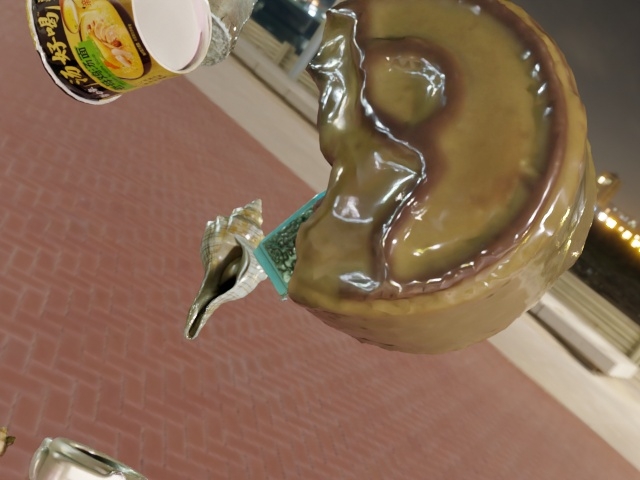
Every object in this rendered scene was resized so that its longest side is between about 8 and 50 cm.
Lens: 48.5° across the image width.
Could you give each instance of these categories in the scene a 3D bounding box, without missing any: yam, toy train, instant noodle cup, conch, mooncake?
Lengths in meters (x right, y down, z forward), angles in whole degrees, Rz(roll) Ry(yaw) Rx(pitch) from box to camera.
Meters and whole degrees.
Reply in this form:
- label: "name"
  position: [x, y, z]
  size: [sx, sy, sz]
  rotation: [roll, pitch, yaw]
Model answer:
- label: "yam"
  position: [-0.251, -0.564, 1.599]
  size: [0.241, 0.241, 0.348]
  rotation: [30, 50, -21]
- label: "toy train"
  position: [0.000, 0.000, 1.114]
  size: [0.112, 0.203, 0.163]
  rotation: [54, 22, 12]
- label: "instant noodle cup"
  position: [-0.186, -0.214, 0.693]
  size: [0.122, 0.152, 0.151]
  rotation: [1, -2, 26]
- label: "conch"
  position: [-0.205, 0.066, 1.712]
  size: [0.203, 0.387, 0.169]
  rotation: [-6, -24, 40]
- label: "mooncake"
  position: [0.108, -0.087, 0.830]
  size: [0.394, 0.393, 0.246]
  rotation: [56, 10, 27]

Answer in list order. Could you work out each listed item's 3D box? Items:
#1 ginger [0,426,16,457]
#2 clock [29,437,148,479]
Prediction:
- label: "ginger"
  position: [-0.743, 0.498, 1.508]
  size: [0.137, 0.214, 0.074]
  rotation: [21, -18, -30]
- label: "clock"
  position: [-0.511, 0.540, 1.595]
  size: [0.284, 0.114, 0.309]
  rotation: [32, -18, -24]
